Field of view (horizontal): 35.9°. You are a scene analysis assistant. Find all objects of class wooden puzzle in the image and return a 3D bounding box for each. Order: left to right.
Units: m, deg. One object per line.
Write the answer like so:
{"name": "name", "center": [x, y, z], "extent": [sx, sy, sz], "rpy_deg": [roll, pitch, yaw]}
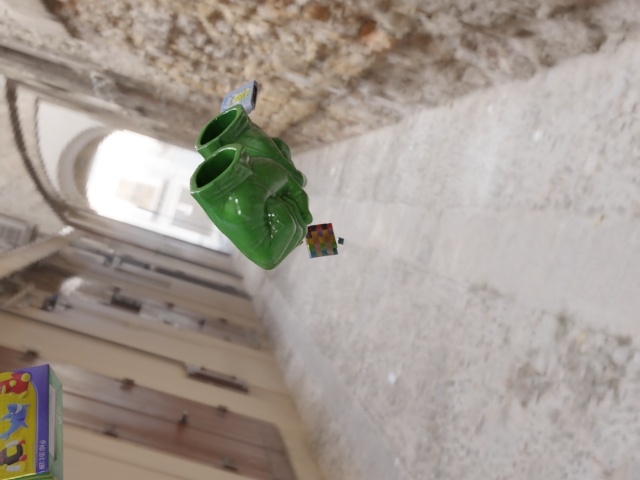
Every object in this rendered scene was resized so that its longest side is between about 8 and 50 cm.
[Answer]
{"name": "wooden puzzle", "center": [0.000, 0.000, 1.467], "extent": [0.006, 0.083, 0.049], "rpy_deg": [-27, 74, 57]}

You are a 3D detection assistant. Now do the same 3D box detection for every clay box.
{"name": "clay box", "center": [-0.384, 0.215, 1.031], "extent": [0.053, 0.222, 0.127], "rpy_deg": [79, 179, -54]}

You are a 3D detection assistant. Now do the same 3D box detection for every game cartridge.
{"name": "game cartridge", "center": [-0.119, -0.203, 1.446], "extent": [0.056, 0.017, 0.083], "rpy_deg": [-27, 30, 18]}

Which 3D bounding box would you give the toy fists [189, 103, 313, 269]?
{"name": "toy fists", "center": [-0.076, -0.066, 1.189], "extent": [0.096, 0.142, 0.279], "rpy_deg": [-33, 23, 9]}
